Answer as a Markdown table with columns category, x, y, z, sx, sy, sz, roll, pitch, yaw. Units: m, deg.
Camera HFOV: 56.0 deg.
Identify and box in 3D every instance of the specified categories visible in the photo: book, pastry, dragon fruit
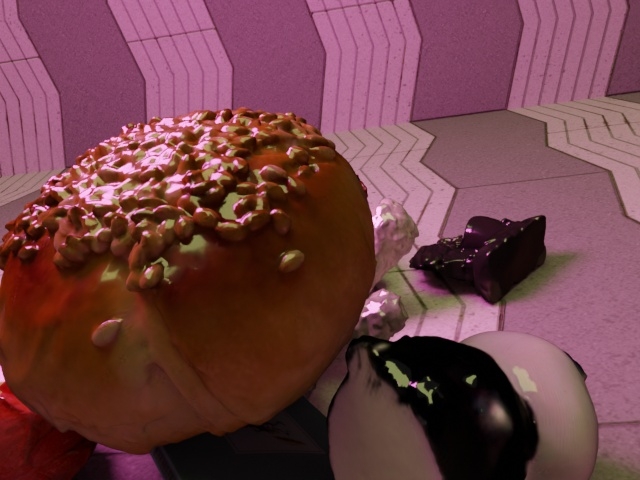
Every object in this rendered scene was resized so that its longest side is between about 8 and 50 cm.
| category | x | y | z | sx | sy | sz | roll | pitch | yaw |
| --- | --- | --- | --- | --- | --- | --- | --- | --- | --- |
| book | -0.105 | 0.211 | 0.740 | 0.264 | 0.031 | 0.379 | 14 | 7 | -33 |
| pastry | -0.141 | 0.013 | 0.629 | 0.410 | 0.245 | 0.409 | -13 | 37 | 10 |
| dragon fruit | -0.396 | 0.224 | 0.739 | 0.252 | 0.240 | 0.241 | 3 | 11 | -36 |

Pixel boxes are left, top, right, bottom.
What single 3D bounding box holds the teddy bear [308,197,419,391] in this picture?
| category | x | y | z | sx | sy | sz | roll | pitch | yaw |
| --- | --- | --- | --- | --- | --- | --- | --- | --- | --- |
| teddy bear | -0.028 | 0.045 | 0.864 | 0.328 | 0.375 | 0.362 | 30 | -5 | 13 |

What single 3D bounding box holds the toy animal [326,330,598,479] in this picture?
| category | x | y | z | sx | sy | sz | roll | pitch | yaw |
| --- | --- | --- | --- | --- | --- | --- | --- | --- | --- |
| toy animal | 0.149 | 0.199 | 0.606 | 0.267 | 0.212 | 0.213 | 4 | 12 | -33 |

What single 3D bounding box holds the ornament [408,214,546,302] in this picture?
| category | x | y | z | sx | sy | sz | roll | pitch | yaw |
| --- | --- | --- | --- | --- | --- | --- | --- | --- | --- |
| ornament | 0.275 | 0.020 | 1.171 | 0.261 | 0.106 | 0.251 | 5 | 22 | 44 |

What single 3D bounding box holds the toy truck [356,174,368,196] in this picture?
| category | x | y | z | sx | sy | sz | roll | pitch | yaw |
| --- | --- | --- | --- | --- | --- | --- | --- | --- | --- |
| toy truck | 0.000 | 0.000 | 1.212 | 0.239 | 0.189 | 0.265 | -20 | 11 | 13 |
